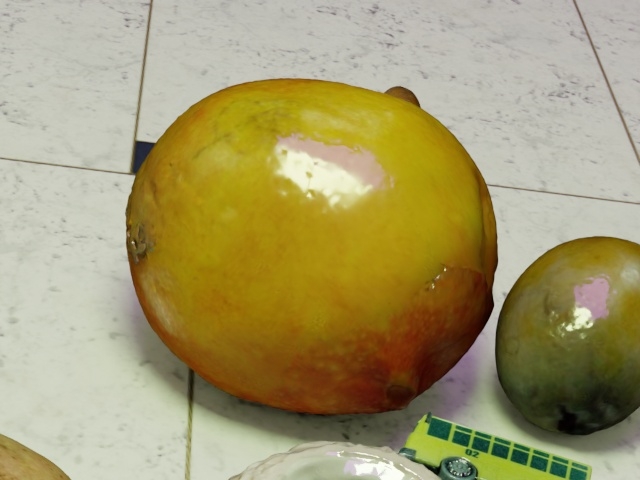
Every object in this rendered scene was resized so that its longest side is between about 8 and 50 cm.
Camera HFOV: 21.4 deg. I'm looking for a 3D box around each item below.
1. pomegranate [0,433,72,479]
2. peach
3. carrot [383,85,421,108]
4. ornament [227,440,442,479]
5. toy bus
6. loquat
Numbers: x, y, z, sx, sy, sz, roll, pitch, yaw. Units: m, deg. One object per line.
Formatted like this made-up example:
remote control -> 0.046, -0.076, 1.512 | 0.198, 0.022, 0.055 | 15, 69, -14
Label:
pomegranate -> -0.269, 0.271, 1.125 | 0.322, 0.322, 0.322 | 8, 31, -5
peach -> -0.001, 0.002, 1.649 | 0.372, 0.290, 0.373 | 10, 34, -7
carrot -> 0.114, -0.120, 2.119 | 0.059, 0.059, 0.248 | 3, 34, -13
ornament -> 0.012, 0.285, 1.246 | 0.259, 0.225, 0.259 | 7, 32, -5
toy bus -> 0.150, 0.227, 1.523 | 0.175, 0.088, 0.101 | 17, 30, 6
loquat -> 0.267, 0.094, 1.699 | 0.179, 0.179, 0.227 | 28, 43, 26
